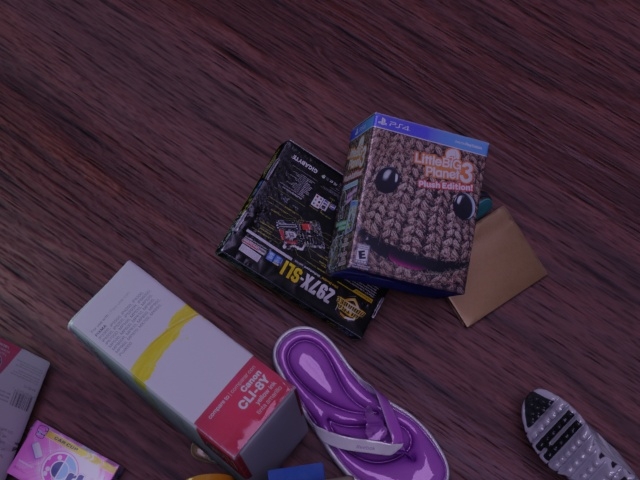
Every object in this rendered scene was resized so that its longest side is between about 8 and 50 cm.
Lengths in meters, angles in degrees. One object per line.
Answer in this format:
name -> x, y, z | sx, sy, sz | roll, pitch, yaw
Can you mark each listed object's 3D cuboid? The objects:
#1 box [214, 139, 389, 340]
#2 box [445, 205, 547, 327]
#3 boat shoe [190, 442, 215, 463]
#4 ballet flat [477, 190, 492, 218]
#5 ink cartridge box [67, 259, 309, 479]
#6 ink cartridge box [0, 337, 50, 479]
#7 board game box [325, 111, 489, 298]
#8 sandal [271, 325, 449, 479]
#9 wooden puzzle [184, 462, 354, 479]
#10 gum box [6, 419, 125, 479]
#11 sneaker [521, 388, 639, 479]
box -> 0.000, 0.000, 1.921 | 0.322, 0.079, 0.257 | 32, 77, -11
box -> 0.322, 0.051, 1.973 | 0.201, 0.021, 0.164 | -32, 88, -12
boat shoe -> -0.165, 0.389, 1.862 | 0.153, 0.048, 0.056 | 9, 72, 2
ballet flat -> 0.248, -0.036, 1.999 | 0.203, 0.074, 0.074 | -38, 76, -5
ink cartridge box -> -0.223, 0.242, 1.763 | 0.384, 0.279, 0.160 | 35, 72, 19
ink cartridge box -> -0.629, 0.312, 1.793 | 0.117, 0.207, 0.283 | 9, 71, 23
board game box -> 0.160, -0.058, 1.862 | 0.232, 0.141, 0.291 | 13, 80, -14
sandal -> 0.061, 0.327, 1.855 | 0.416, 0.102, 0.169 | 42, 77, 12
wooden puzzle -> -0.104, 0.448, 1.689 | 0.322, 0.348, 0.081 | -7, 64, -2
gum box -> -0.470, 0.419, 1.843 | 0.188, 0.062, 0.107 | 26, 74, 8
sneaker -> 0.481, 0.389, 1.831 | 0.110, 0.118, 0.292 | -45, 79, 16
